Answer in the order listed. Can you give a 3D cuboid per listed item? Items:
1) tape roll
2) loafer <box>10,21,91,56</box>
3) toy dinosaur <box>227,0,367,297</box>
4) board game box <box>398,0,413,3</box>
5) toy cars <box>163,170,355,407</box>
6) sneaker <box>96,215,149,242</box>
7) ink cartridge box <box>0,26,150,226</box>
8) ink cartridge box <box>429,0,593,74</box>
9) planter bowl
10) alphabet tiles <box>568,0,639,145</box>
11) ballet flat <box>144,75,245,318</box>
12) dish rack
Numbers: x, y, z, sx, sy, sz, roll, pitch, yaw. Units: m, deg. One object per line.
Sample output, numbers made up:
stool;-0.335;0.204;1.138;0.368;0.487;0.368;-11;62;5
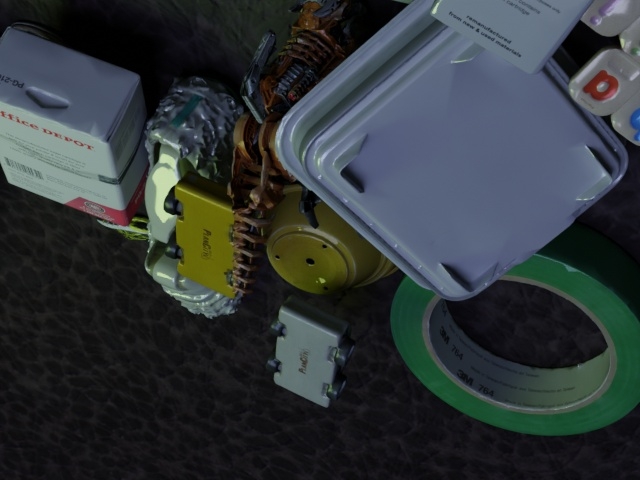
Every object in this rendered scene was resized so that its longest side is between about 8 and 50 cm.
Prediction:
tape roll;0.248;0.104;1.598;0.321;0.077;0.321;14;135;14
loafer;-0.324;-0.222;1.582;0.125;0.039;0.045;27;138;-1
toy dinosaur;-0.026;-0.105;1.391;0.322;0.164;0.218;-53;138;8
board game box;-0.001;-0.365;1.247;0.303;0.097;0.224;17;138;12
toy cars;-0.058;0.050;1.556;0.176;0.087;0.394;-4;134;44
sneaker;-0.261;-0.016;1.758;0.083;0.031;0.035;15;137;12
ink cartridge box;-0.298;-0.130;1.562;0.172;0.100;0.237;21;158;6
ink cartridge box;0.225;-0.311;1.110;0.117;0.201;0.278;30;137;-4
planter bowl;0.000;0.000;1.606;0.217;0.090;0.217;14;135;14
alphabet tiles;0.385;-0.192;1.236;0.284;0.021;0.278;31;124;-18
ballet flat;-0.172;-0.024;1.634;0.147;0.147;0.409;15;137;12
dish rack;0.150;-0.084;1.326;0.285;0.072;0.333;-40;129;12
